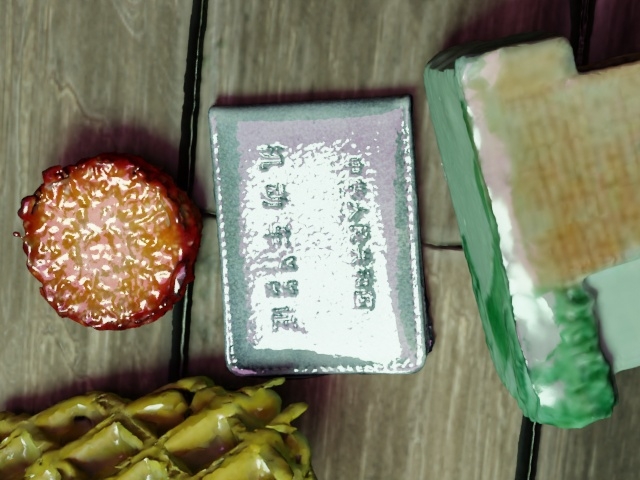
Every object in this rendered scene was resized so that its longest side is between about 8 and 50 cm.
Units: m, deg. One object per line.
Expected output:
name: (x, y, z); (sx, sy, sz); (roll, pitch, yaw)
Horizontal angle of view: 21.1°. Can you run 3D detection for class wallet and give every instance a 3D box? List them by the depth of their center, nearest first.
wallet: (0.000, 0.000, 1.324); (0.167, 0.036, 0.222); (-1, 103, 10)

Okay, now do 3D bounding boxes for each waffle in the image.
waffle: (-0.181, 0.243, 1.250); (0.382, 0.379, 0.095); (-13, 126, 21)

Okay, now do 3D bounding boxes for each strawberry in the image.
strawberry: (-0.160, -0.001, 1.325); (0.145, 0.086, 0.145); (2, 105, 8)

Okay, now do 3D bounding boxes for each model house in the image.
model house: (0.264, -0.040, 1.216); (0.325, 0.194, 0.267); (-14, 98, -1)
